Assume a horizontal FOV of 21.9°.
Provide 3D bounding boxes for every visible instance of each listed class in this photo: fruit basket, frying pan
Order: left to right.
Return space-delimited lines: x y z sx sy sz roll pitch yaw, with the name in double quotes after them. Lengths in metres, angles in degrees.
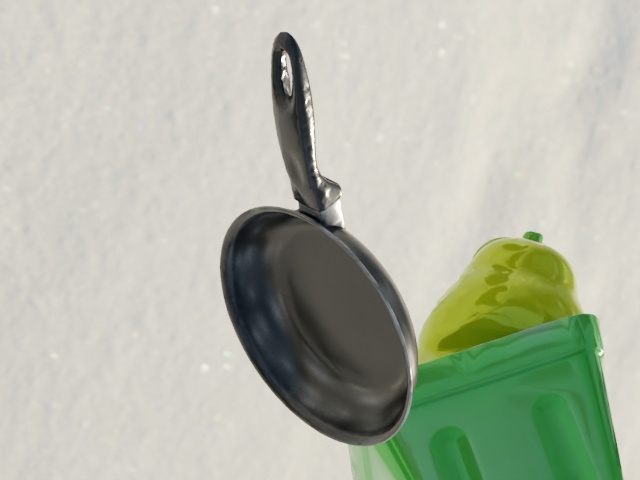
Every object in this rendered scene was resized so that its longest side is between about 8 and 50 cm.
-0.018 0.001 1.196 0.053 0.197 0.326 -31 111 -35 "frying pan"
0.157 0.167 1.603 0.283 0.392 0.392 -17 124 -6 "fruit basket"
